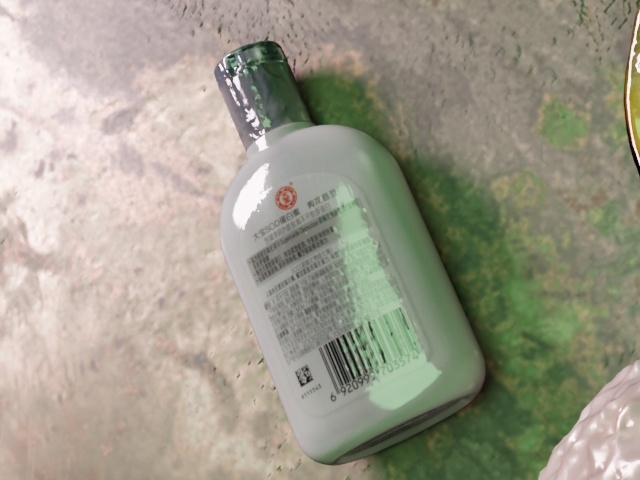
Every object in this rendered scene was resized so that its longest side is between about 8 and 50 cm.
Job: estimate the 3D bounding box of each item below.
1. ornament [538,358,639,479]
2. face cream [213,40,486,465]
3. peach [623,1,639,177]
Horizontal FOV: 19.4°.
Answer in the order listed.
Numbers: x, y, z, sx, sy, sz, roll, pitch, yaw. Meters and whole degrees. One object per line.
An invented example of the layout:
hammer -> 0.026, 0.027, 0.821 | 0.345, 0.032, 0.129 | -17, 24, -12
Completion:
ornament -> 0.244, 0.179, 1.023 | 0.259, 0.259, 0.225 | -50, 23, 9
face cream -> 0.000, 0.000, 1.272 | 0.144, 0.071, 0.291 | -30, 71, 16
peach -> 0.283, -0.110, 1.166 | 0.189, 0.068, 0.279 | -2, 82, 32
